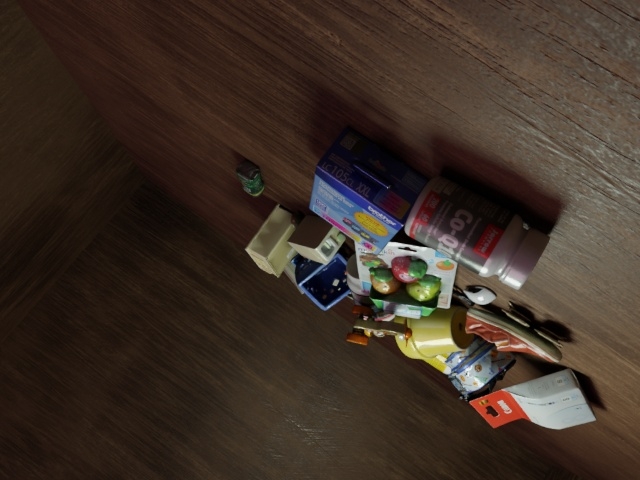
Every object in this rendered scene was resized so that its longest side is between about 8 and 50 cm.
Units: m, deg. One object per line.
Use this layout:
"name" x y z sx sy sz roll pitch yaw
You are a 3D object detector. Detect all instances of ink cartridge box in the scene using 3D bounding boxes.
"ink cartridge box" 0.123 -0.130 1.281 0.270 0.151 0.395 35 164 5
"ink cartridge box" 0.807 0.643 1.787 0.308 0.385 0.091 47 -155 -38

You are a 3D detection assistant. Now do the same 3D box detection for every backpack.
"backpack" 0.639 0.485 1.870 0.213 0.276 0.263 47 164 10

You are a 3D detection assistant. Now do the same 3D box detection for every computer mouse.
"computer mouse" 0.515 0.190 1.590 0.106 0.042 0.193 38 166 -5

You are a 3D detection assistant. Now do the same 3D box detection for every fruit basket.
"fruit basket" 0.281 0.125 1.576 0.327 0.165 0.353 8 151 14

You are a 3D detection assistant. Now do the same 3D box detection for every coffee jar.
"coffee jar" -0.290 -0.252 1.967 0.096 0.079 0.184 33 166 12

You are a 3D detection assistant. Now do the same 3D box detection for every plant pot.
"plant pot" 0.460 0.342 1.850 0.254 0.254 0.239 43 148 -26
"plant pot" 0.016 0.132 2.125 0.236 0.236 0.212 47 -172 -39

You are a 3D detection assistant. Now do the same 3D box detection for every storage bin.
"storage bin" -0.197 0.010 2.217 0.123 0.262 0.260 28 164 19

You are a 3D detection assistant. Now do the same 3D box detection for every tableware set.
"tableware set" 0.671 0.262 1.469 0.194 0.039 0.128 33 -178 32

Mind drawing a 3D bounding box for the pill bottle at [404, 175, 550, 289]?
"pill bottle" 0.352 -0.018 1.072 0.283 0.161 0.161 31 165 19

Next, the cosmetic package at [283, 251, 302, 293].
"cosmetic package" -0.125 0.103 2.392 0.296 0.153 0.129 51 163 17

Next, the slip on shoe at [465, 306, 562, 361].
"slip on shoe" 0.632 0.327 1.566 0.331 0.101 0.123 22 -171 43

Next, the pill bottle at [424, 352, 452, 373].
"pill bottle" 0.552 0.490 2.160 0.334 0.188 0.188 31 165 19

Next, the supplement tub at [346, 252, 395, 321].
"supplement tub" 0.214 0.186 1.893 0.191 0.191 0.272 24 146 39

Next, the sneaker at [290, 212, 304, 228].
"sneaker" -0.063 -0.057 2.111 0.086 0.064 0.192 20 160 25

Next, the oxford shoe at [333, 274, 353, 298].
"oxford shoe" 0.093 0.199 2.421 0.449 0.130 0.169 33 168 18

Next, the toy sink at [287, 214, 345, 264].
"toy sink" 0.000 0.000 1.955 0.131 0.153 0.234 44 162 -30

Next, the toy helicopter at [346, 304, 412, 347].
"toy helicopter" 0.240 0.321 1.691 0.235 0.140 0.355 14 168 -4
